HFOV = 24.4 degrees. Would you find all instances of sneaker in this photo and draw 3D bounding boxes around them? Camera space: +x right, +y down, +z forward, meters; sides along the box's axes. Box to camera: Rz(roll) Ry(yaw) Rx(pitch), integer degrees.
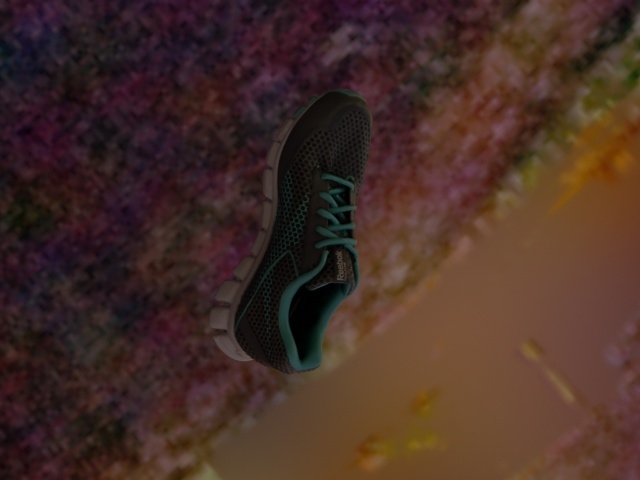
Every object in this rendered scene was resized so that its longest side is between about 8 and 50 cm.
[{"bbox_3d":[0.000,0.000,0.819,0.065,0.076,0.167,12,101,-38],"label":"sneaker"}]
